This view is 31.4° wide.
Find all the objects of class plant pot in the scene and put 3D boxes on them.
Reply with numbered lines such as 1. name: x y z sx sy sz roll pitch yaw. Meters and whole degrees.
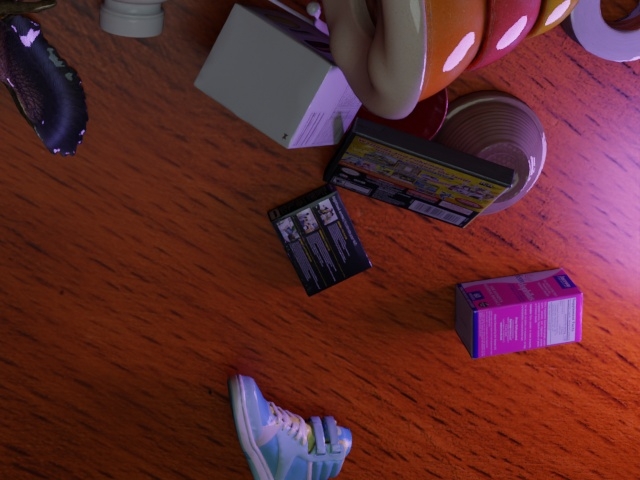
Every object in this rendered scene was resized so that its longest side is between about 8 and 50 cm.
1. plant pot: 0.302 -0.139 2.035 0.238 0.109 0.237 -5 118 -10

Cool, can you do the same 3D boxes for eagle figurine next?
1. eagle figurine: -0.513 -0.260 1.784 0.226 0.225 0.298 27 151 18

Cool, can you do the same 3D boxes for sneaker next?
1. sneaker: -0.055 0.357 2.202 0.208 0.127 0.319 -17 128 -1

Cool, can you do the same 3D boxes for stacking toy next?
1. stacking toy: 0.256 -0.380 1.596 0.480 0.350 0.350 -13 118 -12

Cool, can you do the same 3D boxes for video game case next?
1. video game case: 0.159 -0.110 1.933 0.275 0.248 0.035 18 72 -6

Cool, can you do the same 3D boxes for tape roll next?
1. tape roll: 0.519 -0.422 1.960 0.219 0.072 0.219 -4 117 -9

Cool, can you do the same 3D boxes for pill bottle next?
1. pill bottle: -0.281 -0.443 1.742 0.137 0.136 0.245 2 116 -13

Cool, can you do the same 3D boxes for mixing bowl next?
1. mixing bowl: 0.117 -0.244 1.948 0.182 0.098 0.181 -4 116 -9

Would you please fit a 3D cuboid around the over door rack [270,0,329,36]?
1. over door rack: -0.030 -0.467 1.750 0.324 0.108 0.239 22 82 -22

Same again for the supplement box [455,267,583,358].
1. supplement box: 0.380 0.139 2.189 0.220 0.111 0.113 -8 117 -9

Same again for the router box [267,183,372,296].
1. router box: 0.000 0.000 2.075 0.133 0.046 0.178 -25 119 1

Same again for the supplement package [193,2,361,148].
1. supplement package: -0.050 -0.259 1.804 0.194 0.203 0.149 35 108 16
